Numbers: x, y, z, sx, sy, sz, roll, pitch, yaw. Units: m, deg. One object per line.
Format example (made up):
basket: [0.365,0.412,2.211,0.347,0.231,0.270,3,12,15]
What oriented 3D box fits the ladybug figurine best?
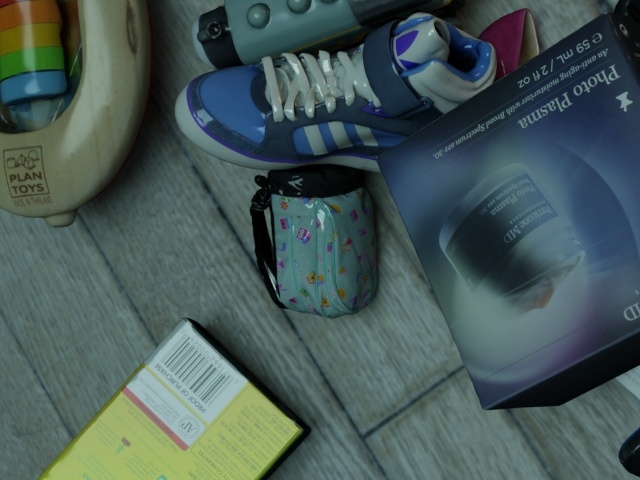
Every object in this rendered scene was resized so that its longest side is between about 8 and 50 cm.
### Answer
ladybug figurine: [-0.335,-0.238,1.950,0.305,0.162,0.449,-4,87,22]

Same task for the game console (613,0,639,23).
game console: [0.445,-0.350,1.658,0.213,0.044,0.361,39,109,-2]

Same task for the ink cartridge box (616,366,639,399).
ink cartridge box: [0.389,0.047,1.675,0.172,0.100,0.237,42,105,18]

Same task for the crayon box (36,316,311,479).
crayon box: [-0.192,0.275,1.878,0.202,0.081,0.318,43,90,10]

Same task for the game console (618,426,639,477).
game console: [0.499,0.212,1.596,0.293,0.250,0.173,-46,47,16]

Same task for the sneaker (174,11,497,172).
sneaker: [0.030,-0.179,1.683,0.236,0.323,0.130,129,140,-50]

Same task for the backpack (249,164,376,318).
backpack: [0.000,0.000,1.819,0.115,0.152,0.182,7,105,36]

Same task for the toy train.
toy train: [0.015,-0.266,1.787,0.334,0.190,0.142,-15,83,22]

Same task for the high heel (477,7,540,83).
high heel: [0.243,-0.137,1.750,0.117,0.082,0.244,-41,61,28]

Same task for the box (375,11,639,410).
box: [0.261,-0.021,1.573,0.296,0.183,0.294,-32,71,29]
